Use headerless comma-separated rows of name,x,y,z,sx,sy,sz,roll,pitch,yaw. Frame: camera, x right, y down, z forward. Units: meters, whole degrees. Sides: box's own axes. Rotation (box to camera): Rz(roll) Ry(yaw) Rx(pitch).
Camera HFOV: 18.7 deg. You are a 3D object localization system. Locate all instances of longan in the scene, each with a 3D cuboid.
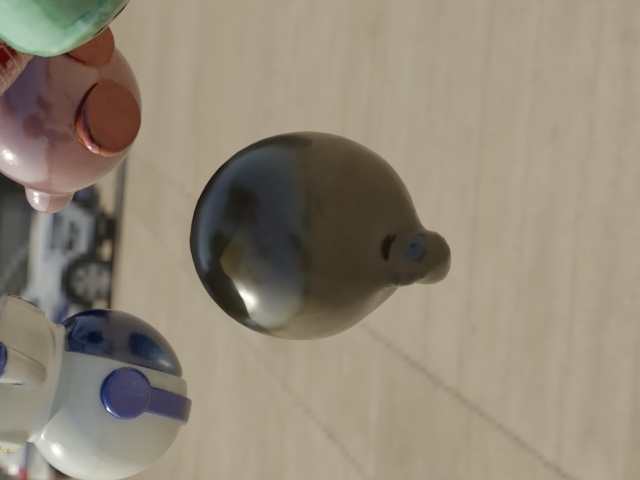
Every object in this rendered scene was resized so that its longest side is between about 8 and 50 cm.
longan,0.000,0.000,1.500,0.185,0.204,0.159,-63,-20,-59

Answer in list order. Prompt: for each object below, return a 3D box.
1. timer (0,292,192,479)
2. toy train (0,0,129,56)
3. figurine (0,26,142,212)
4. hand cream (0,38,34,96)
timer,-0.285,0.091,1.513,0.270,0.383,0.270,-165,90,-71
toy train,-0.194,-0.222,0.530,0.160,0.397,0.253,-31,35,28
figurine,-0.258,-0.129,1.882,0.173,0.173,0.173,-176,90,-80
hand cream,-0.282,-0.188,1.396,0.125,0.193,0.193,-53,4,-13
